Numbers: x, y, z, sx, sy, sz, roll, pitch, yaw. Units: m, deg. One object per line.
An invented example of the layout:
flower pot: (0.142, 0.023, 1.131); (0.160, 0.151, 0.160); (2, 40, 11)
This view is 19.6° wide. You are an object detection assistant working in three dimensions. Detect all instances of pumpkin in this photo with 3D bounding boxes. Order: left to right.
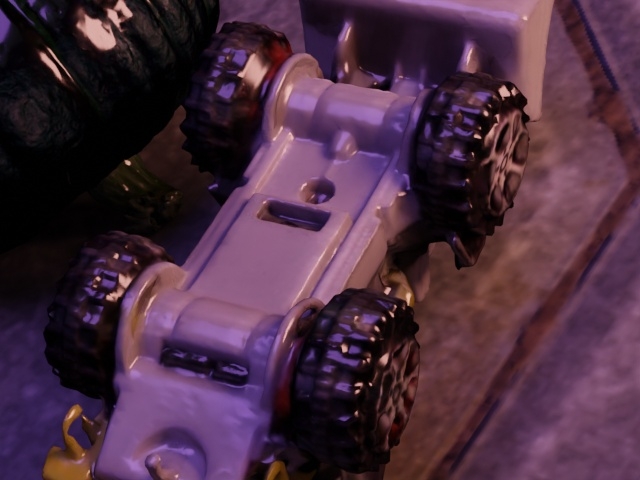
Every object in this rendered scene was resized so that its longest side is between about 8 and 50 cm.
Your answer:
pumpkin: (-0.134, -0.077, 0.826); (0.194, 0.150, 0.194); (-11, 34, 8)

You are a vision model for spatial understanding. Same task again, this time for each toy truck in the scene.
toy truck: (0.000, 0.000, 0.713); (0.136, 0.111, 0.286); (14, 52, 23)
